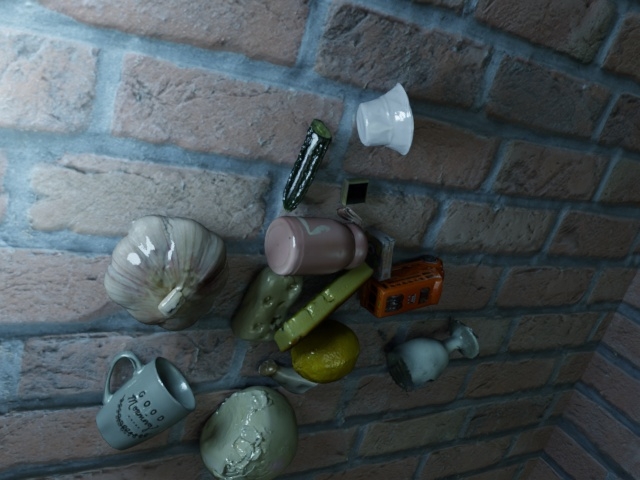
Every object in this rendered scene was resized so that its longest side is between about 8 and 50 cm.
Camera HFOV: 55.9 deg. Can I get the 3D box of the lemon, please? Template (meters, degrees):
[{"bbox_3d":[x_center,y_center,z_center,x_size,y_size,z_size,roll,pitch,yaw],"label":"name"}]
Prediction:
[{"bbox_3d":[0.017,0.362,1.974,0.260,0.204,0.204,-16,124,-32],"label":"lemon"}]

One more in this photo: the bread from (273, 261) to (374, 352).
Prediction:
[{"bbox_3d":[0.008,0.196,1.855,0.361,0.077,0.138,-39,178,-29],"label":"bread"}]

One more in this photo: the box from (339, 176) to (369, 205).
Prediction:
[{"bbox_3d":[0.102,-0.147,1.835,0.079,0.035,0.083,-9,121,-29],"label":"box"}]

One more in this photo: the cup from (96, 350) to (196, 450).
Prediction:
[{"bbox_3d":[-0.524,0.442,1.708,0.234,0.186,0.258,-35,101,-1],"label":"cup"}]

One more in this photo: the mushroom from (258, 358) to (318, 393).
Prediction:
[{"bbox_3d":[-0.104,0.451,2.027,0.225,0.093,0.116,28,145,-22],"label":"mushroom"}]

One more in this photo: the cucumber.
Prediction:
[{"bbox_3d":[-0.042,-0.204,1.686,0.077,0.077,0.265,12,112,-37],"label":"cucumber"}]

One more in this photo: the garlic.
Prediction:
[{"bbox_3d":[-0.383,0.079,1.543,0.322,0.241,0.322,-22,119,-45],"label":"garlic"}]

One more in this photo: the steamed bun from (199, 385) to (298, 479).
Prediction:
[{"bbox_3d":[-0.208,0.668,1.988,0.312,0.233,0.334,33,98,-40],"label":"steamed bun"}]

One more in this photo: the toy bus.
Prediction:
[{"bbox_3d":[0.304,0.160,2.074,0.329,0.153,0.143,-10,120,-29],"label":"toy bus"}]

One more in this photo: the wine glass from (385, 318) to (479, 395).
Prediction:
[{"bbox_3d":[0.420,0.439,2.298,0.357,0.190,0.191,-24,128,-23],"label":"wine glass"}]

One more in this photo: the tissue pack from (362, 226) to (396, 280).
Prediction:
[{"bbox_3d":[0.184,0.042,1.952,0.060,0.108,0.148,-15,123,-29],"label":"tissue pack"}]

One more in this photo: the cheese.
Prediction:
[{"bbox_3d":[-0.154,0.193,1.833,0.159,0.093,0.263,13,110,-41],"label":"cheese"}]

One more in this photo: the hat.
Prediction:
[{"bbox_3d":[0.174,-0.331,1.700,0.126,0.203,0.203,-12,124,-9],"label":"hat"}]

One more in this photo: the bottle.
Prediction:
[{"bbox_3d":[0.000,0.000,1.775,0.296,0.173,0.207,1,85,-34],"label":"bottle"}]
